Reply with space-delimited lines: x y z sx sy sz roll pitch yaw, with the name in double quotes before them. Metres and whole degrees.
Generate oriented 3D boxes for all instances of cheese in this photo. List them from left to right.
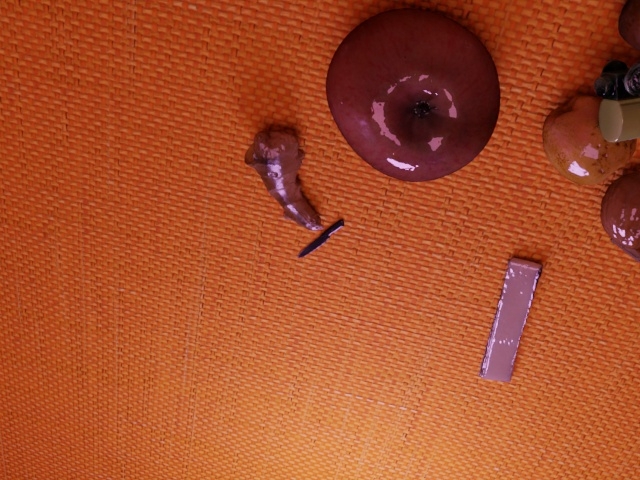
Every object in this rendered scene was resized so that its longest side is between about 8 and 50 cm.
"cheese" 0.459 0.203 1.966 0.085 0.034 0.400 11 128 10

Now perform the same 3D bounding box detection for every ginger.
"ginger" -0.069 -0.133 1.800 0.131 0.086 0.294 -20 129 14

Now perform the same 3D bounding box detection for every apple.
"apple" 0.177 -0.265 1.520 0.345 0.269 0.344 6 126 8

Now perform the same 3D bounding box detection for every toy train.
"toy train" 0.619 -0.259 1.478 0.253 0.105 0.157 -11 108 -16

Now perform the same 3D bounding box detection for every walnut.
"walnut" 0.650 -0.064 1.655 0.167 0.149 0.166 -7 111 -18

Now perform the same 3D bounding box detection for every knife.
"knife" 0.000 0.000 1.925 0.023 0.010 0.170 43 126 -13

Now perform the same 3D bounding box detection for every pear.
"pear" 0.519 -0.199 1.576 0.178 0.178 0.178 6 128 8

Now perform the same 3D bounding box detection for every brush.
"brush" 0.775 0.089 1.789 0.337 0.085 0.020 35 95 -10

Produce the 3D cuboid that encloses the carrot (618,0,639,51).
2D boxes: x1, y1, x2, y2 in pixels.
"carrot" 0.630 -0.458 1.369 0.139 0.138 0.301 25 121 -7
